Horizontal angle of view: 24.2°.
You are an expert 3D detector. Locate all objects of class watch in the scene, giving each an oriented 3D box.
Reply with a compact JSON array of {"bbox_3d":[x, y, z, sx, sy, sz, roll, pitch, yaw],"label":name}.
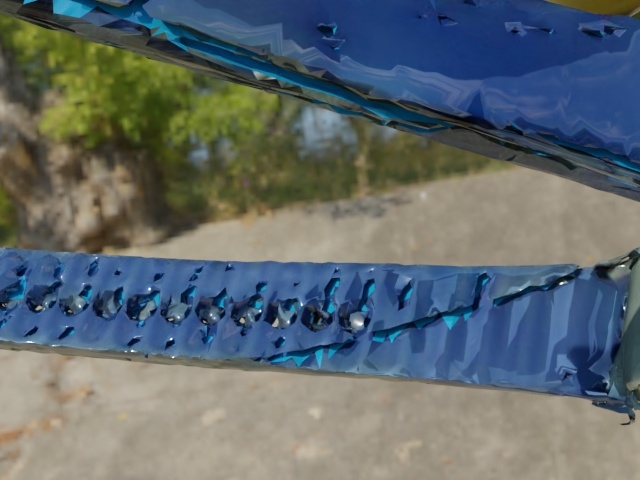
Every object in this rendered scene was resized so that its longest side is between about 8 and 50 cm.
[{"bbox_3d":[0.004,0.006,0.463,0.275,0.068,0.276,12,-24,-8],"label":"watch"}]

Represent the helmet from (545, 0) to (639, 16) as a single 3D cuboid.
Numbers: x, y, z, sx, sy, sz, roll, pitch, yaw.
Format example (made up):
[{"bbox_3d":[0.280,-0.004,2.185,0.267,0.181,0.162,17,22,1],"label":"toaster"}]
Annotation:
[{"bbox_3d":[0.063,-0.180,0.340,0.205,0.257,0.140,10,4,-7],"label":"helmet"}]
